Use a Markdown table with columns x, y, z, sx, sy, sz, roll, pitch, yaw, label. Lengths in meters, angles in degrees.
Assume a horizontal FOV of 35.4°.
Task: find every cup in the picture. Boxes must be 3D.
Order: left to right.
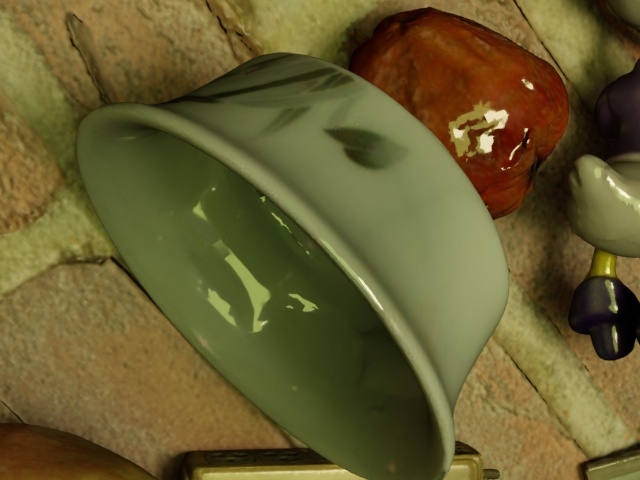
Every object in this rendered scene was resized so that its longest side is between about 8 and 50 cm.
| x | y | z | sx | sy | sz | roll | pitch | yaw | label |
| --- | --- | --- | --- | --- | --- | --- | --- | --- | --- |
| 0.000 | 0.000 | 0.728 | 0.163 | 0.347 | 0.347 | -45 | 108 | -24 | cup |

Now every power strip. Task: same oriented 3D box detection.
| x | y | z | sx | sy | sz | roll | pitch | yaw | label |
| --- | --- | --- | --- | --- | --- | --- | --- | --- | --- |
| 0.019 | 0.204 | 0.880 | 0.305 | 0.064 | 0.044 | 2 | 92 | -14 | power strip |

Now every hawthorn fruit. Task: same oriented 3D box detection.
| x | y | z | sx | sy | sz | roll | pitch | yaw | label |
| --- | --- | --- | --- | --- | --- | --- | --- | --- | --- |
| 0.103 | -0.096 | 0.800 | 0.179 | 0.173 | 0.173 | 24 | 93 | -15 | hawthorn fruit |

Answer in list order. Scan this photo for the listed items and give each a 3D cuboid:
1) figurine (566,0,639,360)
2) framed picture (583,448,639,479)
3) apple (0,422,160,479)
| x | y | z | sx | sy | sz | roll | pitch | yaw | label |
| --- | --- | --- | --- | --- | --- | --- | --- | --- | --- |
| 0.270 | -0.097 | 0.832 | 0.193 | 0.154 | 0.421 | 9 | 88 | -41 | figurine |
| 0.432 | 0.278 | 0.983 | 0.315 | 0.024 | 0.232 | -17 | 103 | 4 | framed picture |
| -0.228 | 0.307 | 0.714 | 0.305 | 0.338 | 0.338 | 37 | 89 | -36 | apple |
